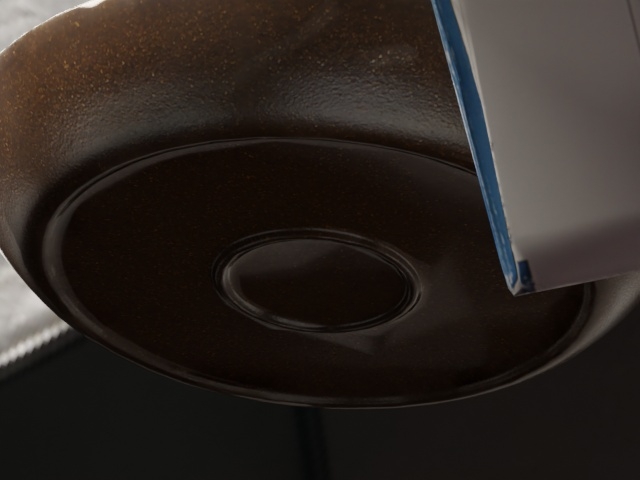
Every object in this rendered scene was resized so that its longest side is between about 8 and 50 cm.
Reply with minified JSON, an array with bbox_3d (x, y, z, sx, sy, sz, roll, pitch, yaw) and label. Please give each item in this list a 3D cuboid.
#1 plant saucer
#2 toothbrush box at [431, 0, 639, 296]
[{"bbox_3d":[0.000,0.000,0.782,0.310,0.310,0.050,-10,56,23],"label":"plant saucer"},{"bbox_3d":[0.147,-0.106,0.423,0.216,0.295,0.126,-12,104,16],"label":"toothbrush box"}]
